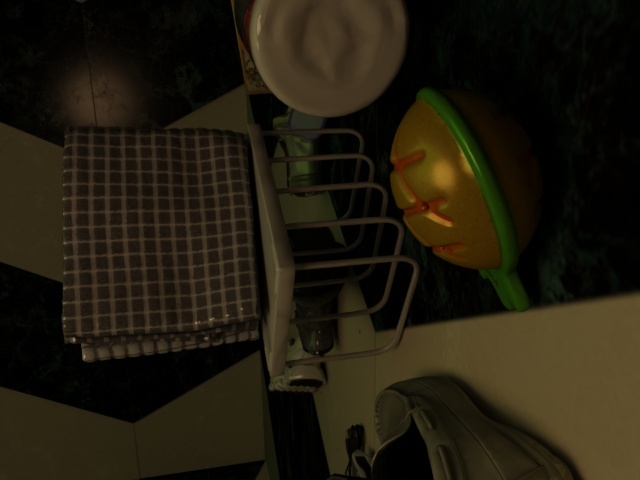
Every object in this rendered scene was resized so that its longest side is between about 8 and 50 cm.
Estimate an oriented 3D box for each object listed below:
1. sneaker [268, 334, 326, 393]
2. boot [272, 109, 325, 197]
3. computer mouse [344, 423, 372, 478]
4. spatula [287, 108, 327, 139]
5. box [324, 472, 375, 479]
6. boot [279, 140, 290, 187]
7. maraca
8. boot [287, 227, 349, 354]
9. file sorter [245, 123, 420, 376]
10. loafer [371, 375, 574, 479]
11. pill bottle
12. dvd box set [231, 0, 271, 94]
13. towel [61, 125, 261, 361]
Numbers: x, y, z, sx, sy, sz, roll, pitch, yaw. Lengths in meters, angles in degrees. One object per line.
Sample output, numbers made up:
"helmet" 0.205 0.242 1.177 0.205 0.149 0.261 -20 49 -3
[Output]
"sneaker" -0.053 0.296 1.372 0.292 0.110 0.118 129 144 -62
"boot" -0.043 -0.168 1.158 0.213 0.077 0.165 -171 77 -71
"computer mouse" 0.070 0.367 0.906 0.193 0.042 0.106 -141 52 -82
"spatula" -0.004 -0.312 0.979 0.084 0.030 0.297 34 131 30
"box" 0.054 0.332 0.434 0.270 0.143 0.165 52 161 10
"boot" -0.078 -0.190 1.456 0.106 0.037 0.114 -115 18 -66
"maraca" 0.110 -0.026 0.422 0.127 0.099 0.186 -107 -9 -55
"boot" -0.005 0.112 1.054 0.338 0.118 0.223 -94 0 -75
"file sorter" 0.000 0.000 0.769 0.278 0.172 0.193 -106 17 -45
"loafer" 0.095 0.190 0.519 0.319 0.111 0.112 157 108 -78
"pill bottle" -0.018 -0.285 0.743 0.319 0.176 0.177 -114 22 -59
"dvd box set" -0.113 -0.504 0.955 0.421 0.062 0.308 86 -178 -47
"towel" -0.196 -0.005 0.724 0.121 0.234 0.284 130 135 -63
